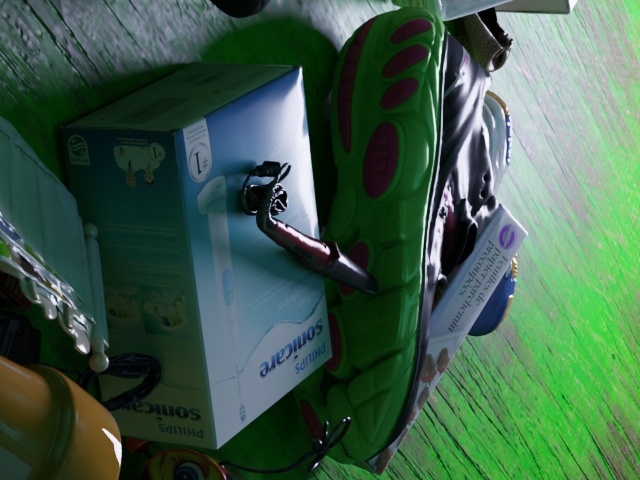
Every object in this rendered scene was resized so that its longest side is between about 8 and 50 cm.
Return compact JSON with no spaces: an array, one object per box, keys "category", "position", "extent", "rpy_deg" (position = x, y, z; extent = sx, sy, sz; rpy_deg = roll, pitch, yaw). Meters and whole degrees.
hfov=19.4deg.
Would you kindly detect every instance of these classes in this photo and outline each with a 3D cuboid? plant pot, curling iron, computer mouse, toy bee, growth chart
[{"category":"plant pot","position":[-0.282,0.150,1.366],"extent":[0.188,0.205,0.205],"rpy_deg":[46,54,-34]},{"category":"curling iron","position":[0.000,0.000,1.713],"extent":[0.274,0.035,0.068],"rpy_deg":[41,59,-57]},{"category":"computer mouse","position":[-0.228,0.098,1.541],"extent":[0.242,0.041,0.071],"rpy_deg":[17,93,-47]},{"category":"toy bee","position":[-0.127,0.255,1.706],"extent":[0.298,0.162,0.195],"rpy_deg":[-52,169,-24]},{"category":"growth chart","position":[-0.230,-0.014,1.487],"extent":[0.237,0.021,0.172],"rpy_deg":[55,21,-41]}]

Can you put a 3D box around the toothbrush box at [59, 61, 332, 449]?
[{"category":"toothbrush box","position":[-0.104,0.008,1.691],"extent":[0.216,0.126,0.295],"rpy_deg":[-36,124,-53]}]

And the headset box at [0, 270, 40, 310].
[{"category":"headset box","position":[-0.266,0.025,1.482],"extent":[0.083,0.062,0.032],"rpy_deg":[47,54,-51]}]

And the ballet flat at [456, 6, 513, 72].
[{"category":"ballet flat","position":[0.174,-0.297,2.181],"extent":[0.084,0.058,0.250],"rpy_deg":[-58,140,-39]}]

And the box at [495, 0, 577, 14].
[{"category":"box","position":[0.270,-0.398,2.261],"extent":[0.232,0.127,0.148],"rpy_deg":[-56,140,-38]}]

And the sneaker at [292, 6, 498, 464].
[{"category":"sneaker","position":[0.098,0.001,1.952],"extent":[0.202,0.185,0.482],"rpy_deg":[21,77,-41]}]

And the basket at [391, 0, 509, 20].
[{"category":"basket","position":[0.158,-0.318,2.056],"extent":[0.167,0.103,0.113],"rpy_deg":[-22,115,-29]}]

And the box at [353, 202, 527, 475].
[{"category":"box","position":[0.111,0.101,2.045],"extent":[0.063,0.067,0.324],"rpy_deg":[44,73,-36]}]

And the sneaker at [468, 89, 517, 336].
[{"category":"sneaker","position":[0.146,-0.026,2.159],"extent":[0.131,0.112,0.296],"rpy_deg":[-17,108,-39]}]

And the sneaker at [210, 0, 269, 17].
[{"category":"sneaker","position":[-0.157,-0.260,1.603],"extent":[0.281,0.106,0.162],"rpy_deg":[53,54,-35]}]
